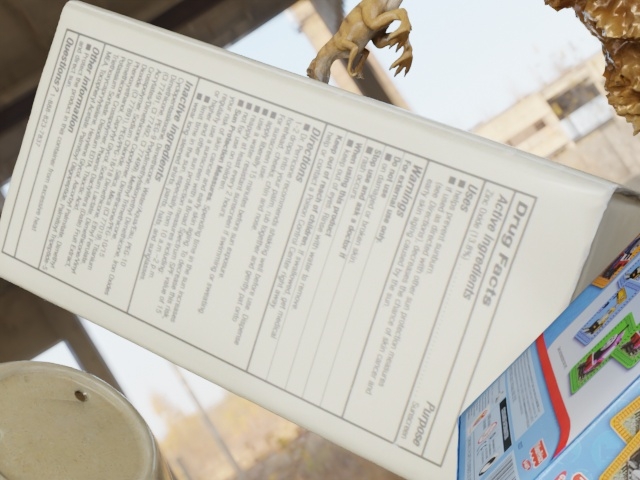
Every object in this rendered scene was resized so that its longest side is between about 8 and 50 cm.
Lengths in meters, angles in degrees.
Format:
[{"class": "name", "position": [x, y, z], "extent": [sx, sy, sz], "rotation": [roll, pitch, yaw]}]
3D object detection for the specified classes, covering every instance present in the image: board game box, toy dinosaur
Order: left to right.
[{"class": "toy dinosaur", "position": [0.061, -0.233, 1.257], "extent": [0.211, 0.112, 0.064], "rotation": [-47, -34, 12]}, {"class": "board game box", "position": [0.126, 0.011, 0.381], "extent": [0.211, 0.039, 0.160], "rotation": [-48, -1, 9]}]

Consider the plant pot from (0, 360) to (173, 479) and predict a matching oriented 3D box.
[{"class": "plant pot", "position": [-0.205, 0.191, 0.821], "extent": [0.284, 0.284, 0.191], "rotation": [-23, -31, -55]}]

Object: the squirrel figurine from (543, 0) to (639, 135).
[{"class": "squirrel figurine", "position": [0.344, -0.248, 0.868], "extent": [0.397, 0.370, 0.281], "rotation": [-55, 7, 39]}]

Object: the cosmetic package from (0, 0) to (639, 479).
[{"class": "cosmetic package", "position": [0.000, 0.000, 0.605], "extent": [0.129, 0.296, 0.153], "rotation": [6, -74, -61]}]
